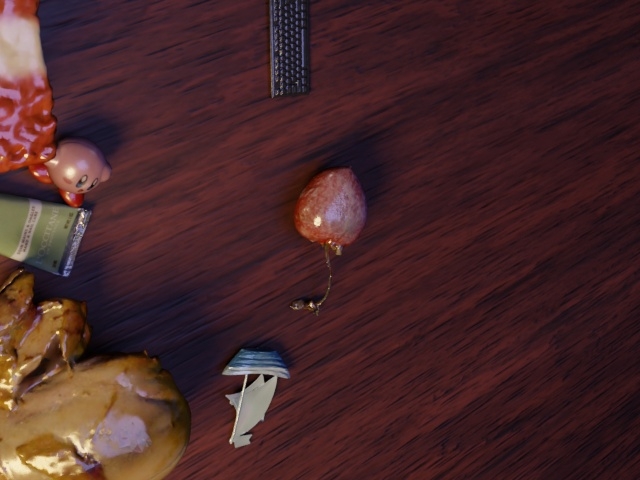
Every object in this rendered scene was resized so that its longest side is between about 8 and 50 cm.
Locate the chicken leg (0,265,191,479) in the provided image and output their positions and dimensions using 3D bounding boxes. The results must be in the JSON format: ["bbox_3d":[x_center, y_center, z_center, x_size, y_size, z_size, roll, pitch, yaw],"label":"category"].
[{"bbox_3d":[-0.362,0.184,1.094,0.409,0.182,0.295,-13,99,-16],"label":"chicken leg"}]

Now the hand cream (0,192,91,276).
[{"bbox_3d":[-0.373,-0.024,1.081,0.235,0.055,0.086,19,92,-41],"label":"hand cream"}]

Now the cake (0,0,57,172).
[{"bbox_3d":[-0.419,-0.204,0.865,0.270,0.269,0.319,-14,101,-32],"label":"cake"}]

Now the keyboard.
[{"bbox_3d":[-0.043,-0.294,1.278,0.067,0.011,0.202,-10,107,-34],"label":"keyboard"}]

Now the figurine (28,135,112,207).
[{"bbox_3d":[-0.287,-0.088,1.114,0.083,0.071,0.067,30,41,-44],"label":"figurine"}]

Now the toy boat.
[{"bbox_3d":[-0.086,0.217,1.350,0.105,0.034,0.149,-18,110,-29],"label":"toy boat"}]

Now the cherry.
[{"bbox_3d":[0.000,0.000,1.335,0.107,0.090,0.225,7,105,-48],"label":"cherry"}]
